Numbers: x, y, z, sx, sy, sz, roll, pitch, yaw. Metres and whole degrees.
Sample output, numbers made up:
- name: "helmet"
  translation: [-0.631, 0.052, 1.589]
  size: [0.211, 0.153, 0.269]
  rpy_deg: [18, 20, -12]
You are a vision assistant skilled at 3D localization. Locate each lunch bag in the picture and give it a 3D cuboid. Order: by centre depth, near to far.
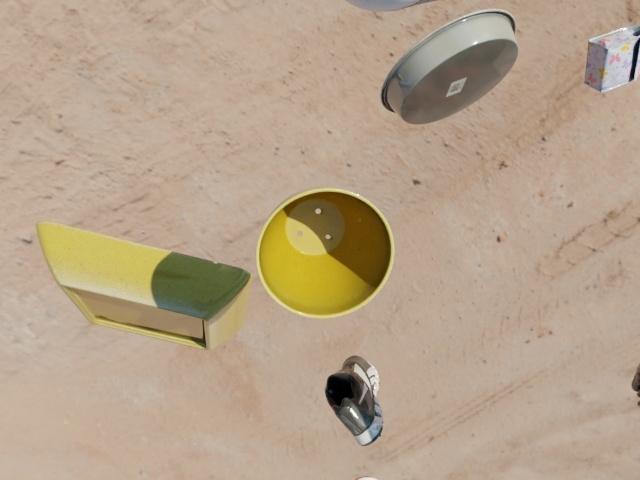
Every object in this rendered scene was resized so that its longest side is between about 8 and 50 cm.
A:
- name: "lunch bag"
  translation: [0.431, -0.262, 0.779]
  size: [0.083, 0.053, 0.071]
  rpy_deg: [-21, 130, -8]

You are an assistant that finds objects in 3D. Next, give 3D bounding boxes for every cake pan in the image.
- name: "cake pan"
  translation: [0.261, -0.327, 1.073]
  size: [0.293, 0.054, 0.293]
  rpy_deg: [-22, 164, -7]

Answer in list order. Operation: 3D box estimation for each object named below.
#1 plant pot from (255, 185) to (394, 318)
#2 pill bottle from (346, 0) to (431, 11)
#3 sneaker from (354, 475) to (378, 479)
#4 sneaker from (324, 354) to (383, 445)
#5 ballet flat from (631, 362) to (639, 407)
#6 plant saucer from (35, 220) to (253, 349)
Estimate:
- name: "plant pot"
  translation: [0.000, 0.000, 0.563]
  size: [0.134, 0.095, 0.134]
  rpy_deg: [-2, 109, -6]
- name: "pill bottle"
  translation: [0.094, -0.344, 0.587]
  size: [0.169, 0.301, 0.169]
  rpy_deg: [19, 125, 30]
- name: "sneaker"
  translation: [0.081, 0.583, 1.046]
  size: [0.087, 0.128, 0.221]
  rpy_deg: [0, 110, -4]
- name: "sneaker"
  translation: [0.056, 0.270, 1.017]
  size: [0.078, 0.234, 0.106]
  rpy_deg: [-41, 106, 13]
- name: "ballet flat"
  translation: [0.360, 0.220, 0.526]
  size: [0.058, 0.084, 0.249]
  rpy_deg: [-16, 102, 39]
- name: "plant saucer"
  translation: [-0.294, 0.104, 0.937]
  size: [0.333, 0.081, 0.333]
  rpy_deg: [13, 155, -4]
